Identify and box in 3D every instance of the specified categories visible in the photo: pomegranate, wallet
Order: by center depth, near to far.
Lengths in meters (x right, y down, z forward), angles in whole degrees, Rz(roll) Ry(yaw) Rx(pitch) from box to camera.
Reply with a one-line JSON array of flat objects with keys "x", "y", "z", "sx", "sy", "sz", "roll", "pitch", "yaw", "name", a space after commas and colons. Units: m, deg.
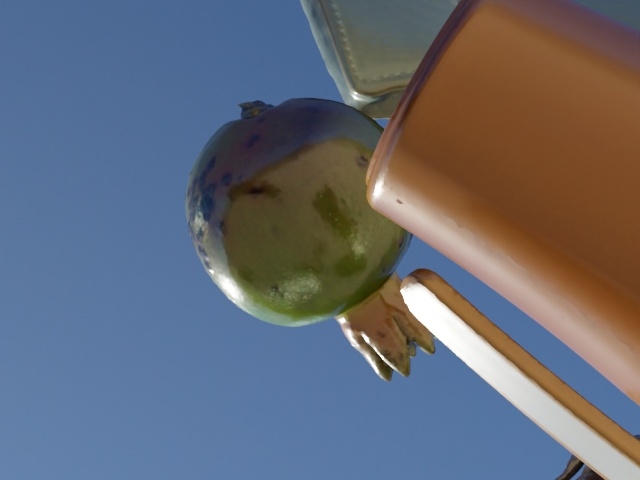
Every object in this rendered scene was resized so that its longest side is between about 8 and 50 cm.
[{"x": 0.000, "y": 0.000, "z": 0.875, "sx": 0.159, "sy": 0.159, "sz": 0.205, "roll": -37, "pitch": -83, "yaw": -4, "name": "pomegranate"}, {"x": 0.161, "y": -0.212, "z": 1.245, "sx": 0.360, "sy": 0.252, "sz": 0.083, "roll": -7, "pitch": -40, "yaw": -18, "name": "wallet"}]

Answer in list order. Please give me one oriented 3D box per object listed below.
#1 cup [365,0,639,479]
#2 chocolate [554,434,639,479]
[{"x": 0.152, "y": 0.005, "z": 0.621, "sx": 0.264, "sy": 0.182, "sz": 0.226, "roll": 30, "pitch": -124, "yaw": 7, "name": "cup"}, {"x": 0.272, "y": 0.235, "z": 0.719, "sx": 0.303, "sy": 0.213, "sz": 0.303, "roll": 20, "pitch": -118, "yaw": -44, "name": "chocolate"}]
